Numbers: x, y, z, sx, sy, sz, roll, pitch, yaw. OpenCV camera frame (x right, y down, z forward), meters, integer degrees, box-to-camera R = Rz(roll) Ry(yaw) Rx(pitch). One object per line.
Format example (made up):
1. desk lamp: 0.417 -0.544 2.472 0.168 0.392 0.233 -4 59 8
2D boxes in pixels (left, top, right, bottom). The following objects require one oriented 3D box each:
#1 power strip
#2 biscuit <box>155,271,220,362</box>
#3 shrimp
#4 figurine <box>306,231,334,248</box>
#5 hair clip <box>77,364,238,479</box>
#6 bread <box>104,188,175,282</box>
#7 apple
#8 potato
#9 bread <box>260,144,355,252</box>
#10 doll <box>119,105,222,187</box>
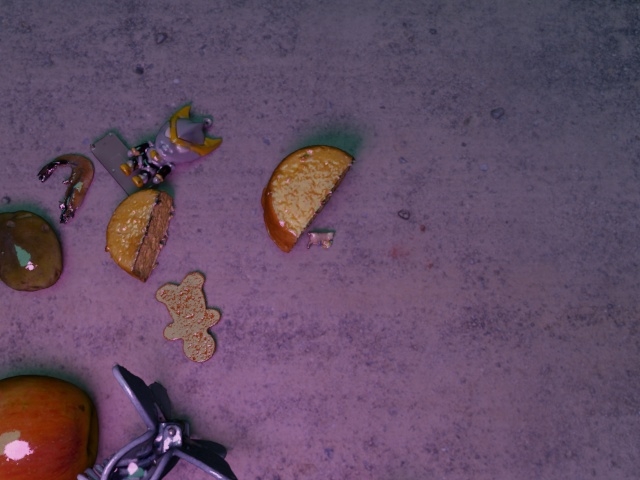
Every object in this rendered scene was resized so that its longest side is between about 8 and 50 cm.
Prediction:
1. power strip: -0.559 -0.236 1.692 0.145 0.061 0.216 -41 83 -16
2. biscuit: -0.364 0.223 1.607 0.165 0.036 0.250 -22 75 -8
3. shrimp: -0.752 -0.157 1.668 0.152 0.046 0.219 11 72 -2
4. figurine: 0.000 0.000 1.681 0.083 0.047 0.051 0 91 -11
5. hair clip: -0.410 0.521 1.393 0.392 0.318 0.238 42 79 4
6. bread: -0.515 -0.026 1.598 0.147 0.160 0.261 15 82 7
7. apple: -0.702 0.491 1.378 0.339 0.339 0.340 1 77 -3
8. potato: -0.819 0.027 1.573 0.197 0.148 0.228 -12 80 9
9. bread: -0.060 -0.148 1.629 0.179 0.194 0.340 37 80 -2
10. doll: -0.438 -0.275 1.671 0.145 0.103 0.316 36 62 20
